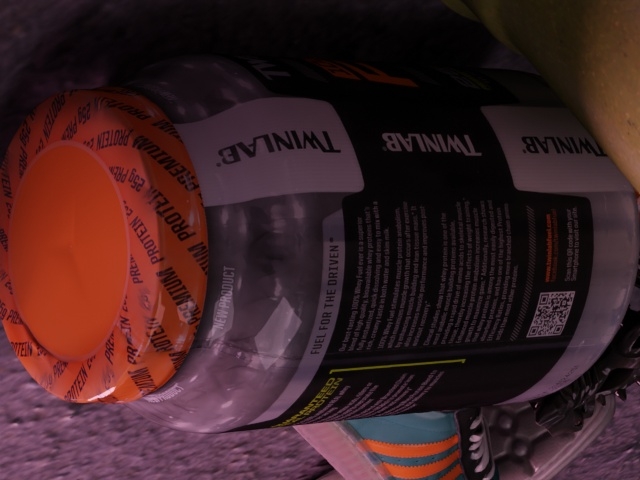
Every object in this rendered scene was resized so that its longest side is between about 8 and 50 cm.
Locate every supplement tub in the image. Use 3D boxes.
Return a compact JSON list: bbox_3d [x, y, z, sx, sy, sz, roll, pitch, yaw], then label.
[{"bbox_3d":[0.000,0.000,1.050,0.316,0.193,0.193,-2,143,-41],"label":"supplement tub"}]

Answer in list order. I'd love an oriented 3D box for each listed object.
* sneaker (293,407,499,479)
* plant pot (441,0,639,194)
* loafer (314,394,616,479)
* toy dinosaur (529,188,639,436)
[{"bbox_3d":[0.073,0.114,1.353,0.121,0.108,0.302,-21,145,19],"label":"sneaker"},{"bbox_3d":[0.221,-0.112,0.985,0.276,0.254,0.276,-21,152,-12],"label":"plant pot"},{"bbox_3d":[0.093,0.183,1.558,0.319,0.112,0.111,-31,161,20],"label":"loafer"},{"bbox_3d":[0.204,0.015,1.262,0.218,0.164,0.322,-35,118,5],"label":"toy dinosaur"}]
